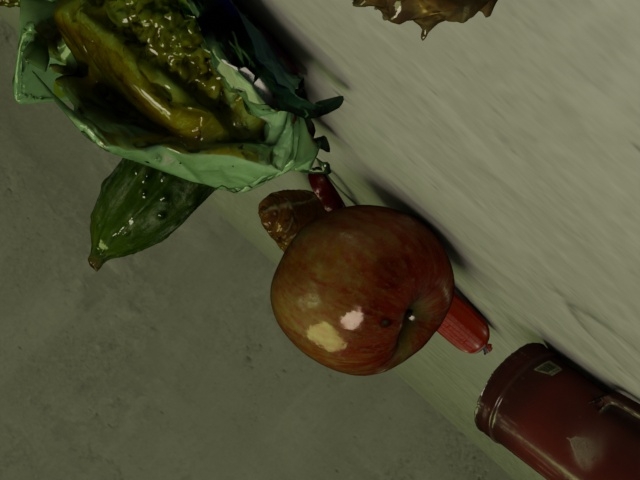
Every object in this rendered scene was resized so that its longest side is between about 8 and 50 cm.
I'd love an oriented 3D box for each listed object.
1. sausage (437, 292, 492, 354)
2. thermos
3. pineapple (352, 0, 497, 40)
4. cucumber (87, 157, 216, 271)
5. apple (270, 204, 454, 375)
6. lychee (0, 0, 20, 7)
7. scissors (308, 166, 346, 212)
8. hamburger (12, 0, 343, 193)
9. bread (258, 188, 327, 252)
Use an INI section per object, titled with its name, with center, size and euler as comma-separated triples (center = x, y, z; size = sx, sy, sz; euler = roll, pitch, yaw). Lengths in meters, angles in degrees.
[sausage]
center = 0.121, 0.066, 1.061
size = 0.145, 0.050, 0.048
euler = 40, 144, -27
[thermos]
center = 0.239, 0.178, 0.881
size = 0.232, 0.099, 0.124
euler = 36, 133, 40
[pineapple]
center = 0.008, -0.117, 0.356
size = 0.074, 0.074, 0.159
euler = 46, 178, -33
[cucumber]
center = -0.218, -0.060, 1.415
size = 0.134, 0.244, 0.134
euler = 37, 168, 10
[apple]
center = 0.033, 0.040, 0.919
size = 0.131, 0.146, 0.146
euler = 34, 171, 35
[lychee]
center = -0.282, -0.265, 0.968
size = 0.147, 0.114, 0.114
euler = 23, 174, 0
[scissors]
center = 0.050, 0.021, 1.122
size = 0.144, 0.017, 0.247
euler = 67, -171, 22
[hamburger]
center = -0.121, -0.116, 0.799
size = 0.260, 0.150, 0.276
euler = 40, 173, 6
[bread]
center = 0.000, 0.000, 1.193
size = 0.105, 0.076, 0.233
euler = 60, -173, 25
